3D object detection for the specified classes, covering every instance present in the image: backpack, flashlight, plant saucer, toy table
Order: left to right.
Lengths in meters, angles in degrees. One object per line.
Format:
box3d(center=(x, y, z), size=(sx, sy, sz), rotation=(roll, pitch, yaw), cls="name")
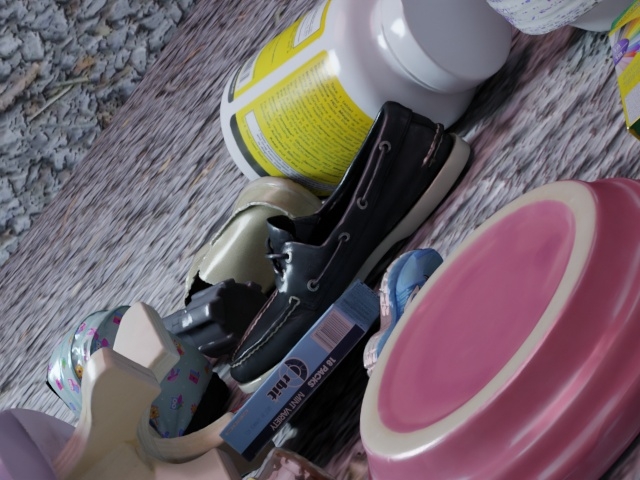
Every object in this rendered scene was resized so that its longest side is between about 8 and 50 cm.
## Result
box3d(center=(-0.166, 0.194, 1.561), size=(0.161, 0.274, 0.252), rotation=(-40, 63, 12), cls="toy table")
box3d(center=(-0.194, 0.150, 1.832), size=(0.115, 0.182, 0.152), rotation=(-36, 22, 43), cls="backpack")
box3d(center=(-0.163, 0.121, 1.982), size=(0.304, 0.103, 0.103), rotation=(-26, 25, 46), cls="flashlight")
box3d(center=(0.140, 0.078, 1.266), size=(0.332, 0.084, 0.332), rotation=(-46, 16, 18), cls="plant saucer")

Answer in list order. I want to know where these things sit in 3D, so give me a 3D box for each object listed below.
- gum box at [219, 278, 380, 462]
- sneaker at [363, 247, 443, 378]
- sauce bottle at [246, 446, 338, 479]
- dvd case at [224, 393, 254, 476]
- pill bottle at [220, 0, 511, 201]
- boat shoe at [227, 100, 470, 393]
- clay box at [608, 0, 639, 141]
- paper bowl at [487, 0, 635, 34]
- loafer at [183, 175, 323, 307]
box3d(center=(-0.013, 0.114, 1.576), size=(0.157, 0.041, 0.184), rotation=(-49, -3, 10), cls="gum box")
box3d(center=(0.092, 0.068, 1.492), size=(0.073, 0.063, 0.162), rotation=(-20, 36, 30), cls="sneaker")
box3d(center=(-0.092, 0.321, 1.315), size=(0.344, 0.111, 0.111), rotation=(-53, 16, -9), cls="sauce bottle")
box3d(center=(-0.084, 0.201, 1.727), size=(0.087, 0.013, 0.119), rotation=(-38, 22, 38), cls="dvd case")
box3d(center=(0.049, -0.175, 1.864), size=(0.334, 0.188, 0.188), rotation=(-29, 27, 52), cls="pill bottle")
box3d(center=(0.001, 0.001, 1.747), size=(0.340, 0.113, 0.127), rotation=(-48, 15, 12), cls="boat shoe")
box3d(center=(0.300, -0.164, 1.404), size=(0.127, 0.053, 0.222), rotation=(-44, 17, 25), cls="clay box")
box3d(center=(0.273, -0.311, 1.623), size=(0.284, 0.148, 0.284), rotation=(-47, 17, 18), cls="paper bowl")
box3d(center=(-0.079, 0.021, 1.963), size=(0.268, 0.102, 0.092), rotation=(-49, 18, 52), cls="loafer")
